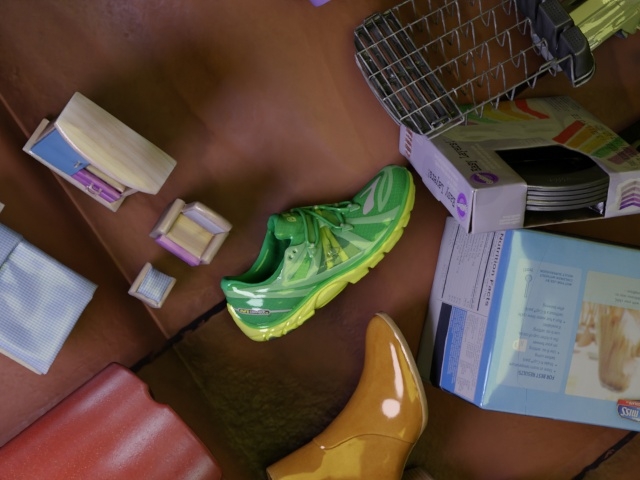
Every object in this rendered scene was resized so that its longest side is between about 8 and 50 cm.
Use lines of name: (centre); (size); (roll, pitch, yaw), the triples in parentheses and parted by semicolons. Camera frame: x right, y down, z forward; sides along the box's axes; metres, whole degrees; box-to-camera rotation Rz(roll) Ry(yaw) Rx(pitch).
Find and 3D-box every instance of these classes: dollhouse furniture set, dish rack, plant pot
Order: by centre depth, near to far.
dollhouse furniture set: (-0.285, 0.033, 1.561); (0.286, 0.198, 0.303); (35, 75, -16)
plant pot: (-0.270, 0.302, 1.595); (0.265, 0.272, 0.272); (-43, 104, -17)
dish rack: (0.187, -0.242, 1.724); (0.272, 0.074, 0.208); (-28, 65, -5)

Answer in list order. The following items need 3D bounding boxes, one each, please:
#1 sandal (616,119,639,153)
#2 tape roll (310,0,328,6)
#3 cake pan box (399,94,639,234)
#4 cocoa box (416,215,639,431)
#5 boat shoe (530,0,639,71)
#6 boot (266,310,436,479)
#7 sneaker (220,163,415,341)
sandal: (0.494, -0.133, 1.857); (0.303, 0.120, 0.086); (-28, 129, -10)
tape roll: (0.038, -0.375, 1.651); (0.189, 0.189, 0.080); (-44, 105, -9)
cake pan box: (0.253, -0.098, 1.699); (0.246, 0.267, 0.070); (-8, 119, -13)
cocoa box: (0.336, 0.111, 1.757); (0.347, 0.228, 0.231); (10, 92, -17)
boat shoe: (0.387, -0.305, 1.822); (0.227, 0.079, 0.081); (-34, 112, -6)
boot: (0.030, 0.254, 1.746); (0.211, 0.104, 0.295); (-15, 103, -15)
sneaker: (0.000, 0.000, 1.713); (0.295, 0.109, 0.123); (-42, 108, -9)
